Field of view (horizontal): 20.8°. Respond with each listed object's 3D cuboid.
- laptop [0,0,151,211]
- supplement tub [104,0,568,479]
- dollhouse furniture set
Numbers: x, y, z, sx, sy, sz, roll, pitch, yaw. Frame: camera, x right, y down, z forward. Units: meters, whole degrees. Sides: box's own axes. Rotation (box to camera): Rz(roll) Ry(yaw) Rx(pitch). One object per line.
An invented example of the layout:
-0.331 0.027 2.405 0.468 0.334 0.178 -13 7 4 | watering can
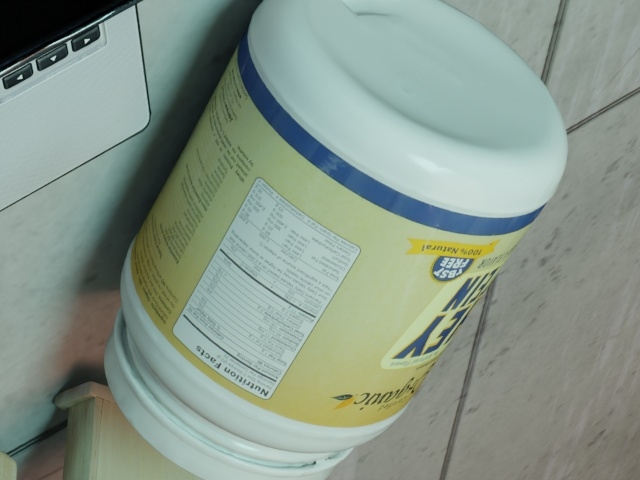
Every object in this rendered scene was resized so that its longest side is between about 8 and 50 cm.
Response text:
-0.203 -0.022 0.869 0.382 0.236 0.408 -31 152 -19 | laptop
0.000 0.000 1.189 0.228 0.228 0.316 -10 140 -47 | supplement tub
-0.271 0.246 1.390 0.303 0.198 0.286 -23 145 39 | dollhouse furniture set
